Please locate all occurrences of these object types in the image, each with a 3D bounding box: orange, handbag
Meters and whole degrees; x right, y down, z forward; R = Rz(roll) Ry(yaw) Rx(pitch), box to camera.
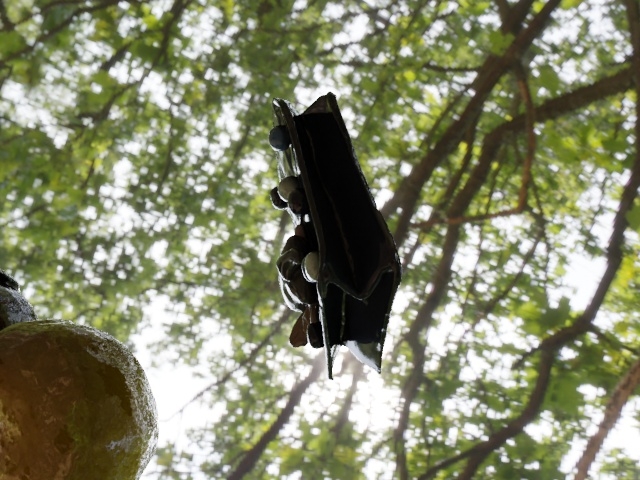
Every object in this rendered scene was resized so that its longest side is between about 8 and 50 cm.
[{"bbox_3d":[-0.334,0.234,1.108,0.279,0.235,0.279,-2,-93,32],"label":"orange"},{"bbox_3d":[0.000,0.000,1.143,0.269,0.118,0.325,91,-12,-48],"label":"handbag"}]

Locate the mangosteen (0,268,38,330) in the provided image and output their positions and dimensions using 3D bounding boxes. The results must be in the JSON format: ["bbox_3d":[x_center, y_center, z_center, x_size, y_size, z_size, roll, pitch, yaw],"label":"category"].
[{"bbox_3d":[-0.575,0.134,1.418,0.231,0.231,0.289,-46,-123,25],"label":"mangosteen"}]
